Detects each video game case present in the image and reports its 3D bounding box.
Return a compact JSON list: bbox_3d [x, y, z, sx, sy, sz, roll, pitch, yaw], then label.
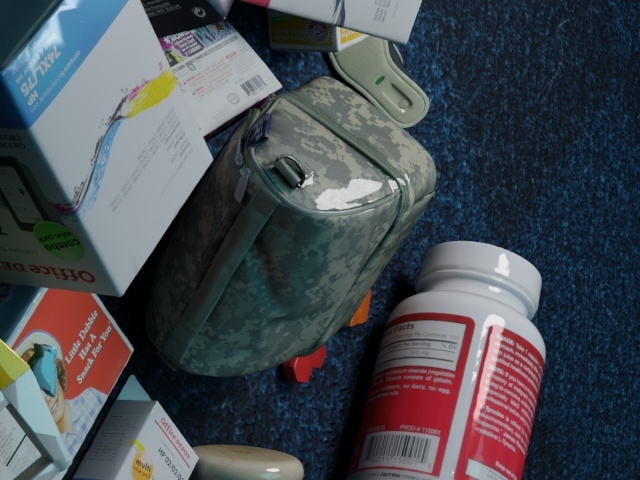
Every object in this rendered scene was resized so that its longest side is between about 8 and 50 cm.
[{"bbox_3d":[-0.173,-0.197,1.702,0.210,0.042,0.232,49,38,1],"label":"video game case"}]

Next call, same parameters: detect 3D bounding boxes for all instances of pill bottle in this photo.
[{"bbox_3d":[0.179,0.217,2.173,0.229,0.229,0.407,47,50,-47],"label":"pill bottle"}]

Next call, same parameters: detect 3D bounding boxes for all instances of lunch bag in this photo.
[{"bbox_3d":[-0.047,-0.007,1.743,0.256,0.212,0.305,-37,164,-54],"label":"lunch bag"}]

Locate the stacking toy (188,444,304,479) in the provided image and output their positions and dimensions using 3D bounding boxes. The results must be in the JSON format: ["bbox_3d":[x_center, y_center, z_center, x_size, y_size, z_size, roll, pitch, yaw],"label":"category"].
[{"bbox_3d":[-0.105,0.405,1.821,0.141,0.141,0.330,4,92,-58],"label":"stacking toy"}]

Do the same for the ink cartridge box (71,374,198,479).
[{"bbox_3d":[-0.197,0.244,1.720,0.104,0.061,0.181,60,41,-38],"label":"ink cartridge box"}]

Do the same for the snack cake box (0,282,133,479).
[{"bbox_3d":[-0.299,0.153,1.534,0.152,0.089,0.264,60,41,-35],"label":"snack cake box"}]

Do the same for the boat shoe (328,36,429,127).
[{"bbox_3d":[0.062,-0.252,2.172,0.233,0.084,0.079,50,10,-36],"label":"boat shoe"}]

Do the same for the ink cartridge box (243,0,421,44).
[{"bbox_3d":[-0.019,-0.310,1.826,0.237,0.172,0.100,12,103,-27],"label":"ink cartridge box"}]

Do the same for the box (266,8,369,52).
[{"bbox_3d":[-0.002,-0.347,2.004,0.114,0.103,0.203,-32,123,-54],"label":"box"}]

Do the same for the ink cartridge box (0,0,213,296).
[{"bbox_3d":[-0.263,-0.115,1.473,0.197,0.198,0.270,-61,142,-36],"label":"ink cartridge box"}]

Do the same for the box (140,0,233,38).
[{"bbox_3d":[-0.191,-0.398,1.551,0.294,0.183,0.296,41,56,-35],"label":"box"}]

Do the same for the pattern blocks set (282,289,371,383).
[{"bbox_3d":[0.000,0.000,2.083,0.325,0.026,0.285,-48,128,-48],"label":"pattern blocks set"}]

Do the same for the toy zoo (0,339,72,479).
[{"bbox_3d":[-0.345,0.182,1.367,0.293,0.030,0.192,-41,112,-23],"label":"toy zoo"}]
